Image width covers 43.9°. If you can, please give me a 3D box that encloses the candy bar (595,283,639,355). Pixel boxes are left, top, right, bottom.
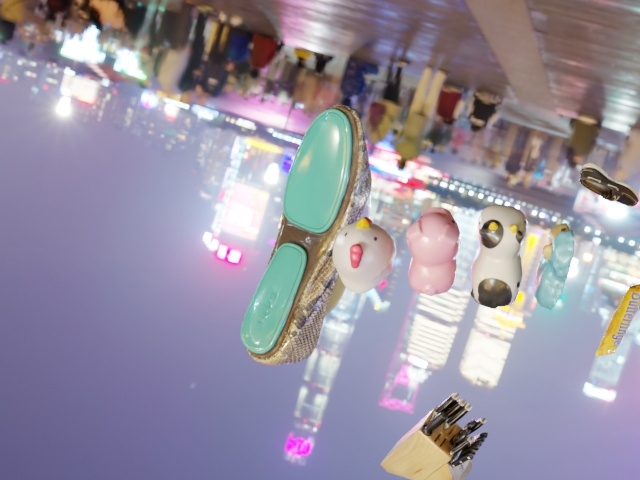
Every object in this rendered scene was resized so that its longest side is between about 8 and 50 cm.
[{"bbox_3d":[0.472,0.124,1.239,0.040,0.162,0.018,-6,-136,-16],"label":"candy bar"}]

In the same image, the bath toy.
[{"bbox_3d":[0.184,0.019,1.164,0.348,0.152,0.129,3,173,12],"label":"bath toy"}]

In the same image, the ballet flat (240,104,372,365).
[{"bbox_3d":[0.000,0.000,1.444,0.164,0.483,0.182,25,-170,41],"label":"ballet flat"}]

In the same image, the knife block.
[{"bbox_3d":[0.246,0.436,1.789,0.275,0.242,0.088,5,-148,40],"label":"knife block"}]

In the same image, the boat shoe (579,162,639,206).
[{"bbox_3d":[0.521,-0.092,1.434,0.125,0.038,0.046,33,152,-13],"label":"boat shoe"}]
